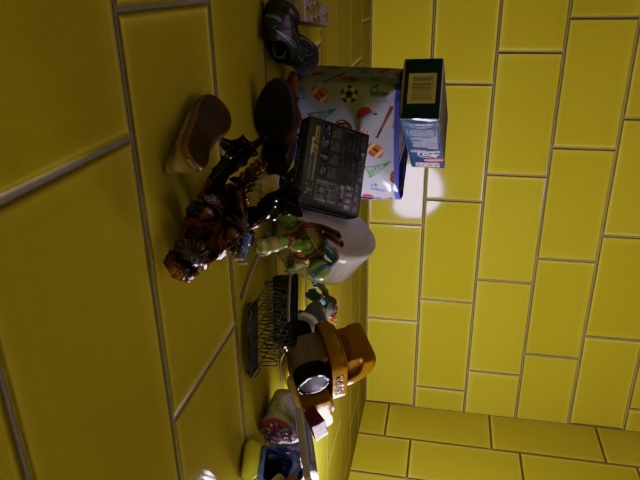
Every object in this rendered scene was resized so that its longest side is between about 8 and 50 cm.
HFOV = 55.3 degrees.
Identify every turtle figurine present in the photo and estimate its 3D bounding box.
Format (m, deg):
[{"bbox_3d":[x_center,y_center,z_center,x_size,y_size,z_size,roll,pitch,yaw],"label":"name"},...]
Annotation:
[{"bbox_3d":[-0.102,0.007,1.388,0.198,0.275,0.266,8,50,-42],"label":"turtle figurine"},{"bbox_3d":[-0.001,0.217,2.062,0.234,0.118,0.175,11,82,-73],"label":"turtle figurine"}]

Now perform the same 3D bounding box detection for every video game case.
[{"bbox_3d":[-0.030,0.556,1.574,0.190,0.022,0.173,-102,180,-45],"label":"video game case"}]

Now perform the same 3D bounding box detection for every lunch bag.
[{"bbox_3d":[0.092,-0.305,1.799,0.239,0.328,0.385,-62,153,-54],"label":"lunch bag"}]

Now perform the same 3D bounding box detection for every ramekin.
[{"bbox_3d":[0.000,0.000,1.615,0.127,0.273,0.273,-61,-178,28],"label":"ramekin"}]

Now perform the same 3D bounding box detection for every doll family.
[{"bbox_3d":[-0.172,-0.032,1.198,0.193,0.076,0.111,84,10,-62],"label":"doll family"}]

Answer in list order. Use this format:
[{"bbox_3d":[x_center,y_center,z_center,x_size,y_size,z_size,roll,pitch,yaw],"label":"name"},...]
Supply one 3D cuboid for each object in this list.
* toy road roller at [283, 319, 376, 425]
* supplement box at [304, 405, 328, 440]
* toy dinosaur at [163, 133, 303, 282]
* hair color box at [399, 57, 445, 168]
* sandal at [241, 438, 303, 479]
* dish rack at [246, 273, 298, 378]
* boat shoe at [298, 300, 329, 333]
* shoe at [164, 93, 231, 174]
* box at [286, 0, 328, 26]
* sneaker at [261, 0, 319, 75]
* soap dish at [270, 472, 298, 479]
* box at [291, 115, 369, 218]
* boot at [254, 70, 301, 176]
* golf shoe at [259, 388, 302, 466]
[{"bbox_3d":[0.027,0.370,1.763,0.329,0.241,0.202,88,-16,-45],"label":"toy road roller"},{"bbox_3d":[-0.014,0.504,1.681,0.055,0.043,0.083,46,-22,39],"label":"supplement box"},{"bbox_3d":[-0.159,-0.065,1.028,0.164,0.218,0.322,29,40,-30],"label":"toy dinosaur"},{"bbox_3d":[0.292,-0.339,1.690,0.347,0.105,0.173,47,49,-70],"label":"hair color box"},{"bbox_3d":[-0.107,0.599,1.565,0.317,0.138,0.126,77,18,-61],"label":"sandal"},{"bbox_3d":[-0.120,0.212,1.526,0.271,0.074,0.208,-51,142,-71],"label":"dish rack"},{"bbox_3d":[-0.019,0.322,1.931,0.091,0.109,0.305,-53,151,-44],"label":"boat shoe"},{"bbox_3d":[-0.207,-0.179,1.025,0.076,0.058,0.219,49,29,-26],"label":"shoe"},{"bbox_3d":[-0.039,-0.631,1.692,0.324,0.063,0.067,-54,147,-70],"label":"box"},{"bbox_3d":[-0.082,-0.470,1.494,0.267,0.101,0.106,44,60,-65],"label":"sneaker"},{"bbox_3d":[-0.106,0.696,1.416,0.229,0.118,0.290,-41,145,-27],"label":"soap dish"},{"bbox_3d":[0.024,-0.186,1.588,0.059,0.183,0.232,-8,-107,60],"label":"box"},{"bbox_3d":[-0.078,-0.336,1.508,0.280,0.096,0.264,-77,165,-44],"label":"boot"},{"bbox_3d":[-0.088,0.533,1.707,0.306,0.115,0.140,84,11,-45],"label":"golf shoe"}]
